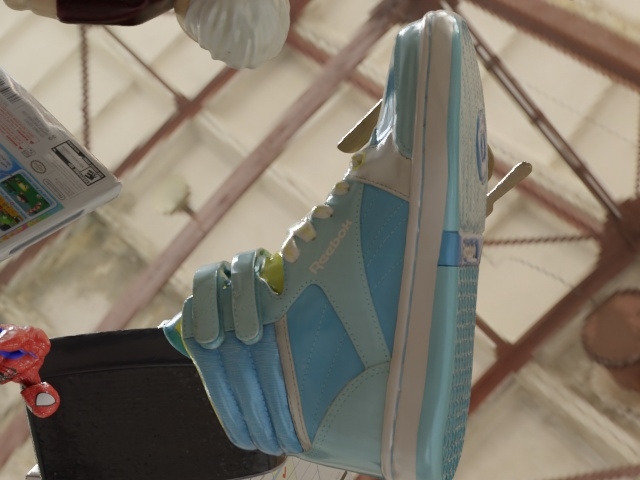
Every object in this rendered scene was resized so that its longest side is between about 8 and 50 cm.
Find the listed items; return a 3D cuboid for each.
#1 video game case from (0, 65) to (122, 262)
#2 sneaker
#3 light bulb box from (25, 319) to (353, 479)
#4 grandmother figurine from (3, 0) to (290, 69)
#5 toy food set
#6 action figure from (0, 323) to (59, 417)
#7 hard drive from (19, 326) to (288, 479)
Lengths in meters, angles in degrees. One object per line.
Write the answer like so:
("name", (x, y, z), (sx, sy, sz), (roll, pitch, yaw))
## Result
("video game case", (-0.240, -0.057, 1.109), (0.157, 0.019, 0.143), (43, -132, 15))
("sneaker", (0.000, 0.000, 1.067), (0.208, 0.127, 0.319), (3, -98, 17))
("light bulb box", (-0.126, 0.329, 1.875), (0.225, 0.361, 0.358), (-1, -154, 24))
("grandmother figurine", (-0.161, -0.240, 1.297), (0.342, 0.104, 0.208), (33, -105, 25))
("toy food set", (0.123, -0.078, 1.725), (0.132, 0.192, 0.039), (-46, -156, 45))
("action figure", (-0.321, 0.076, 1.341), (0.091, 0.280, 0.139), (-30, -150, 22))
("hard drive", (-0.165, 0.170, 1.569), (0.254, 0.172, 0.054), (-4, -153, 4))
